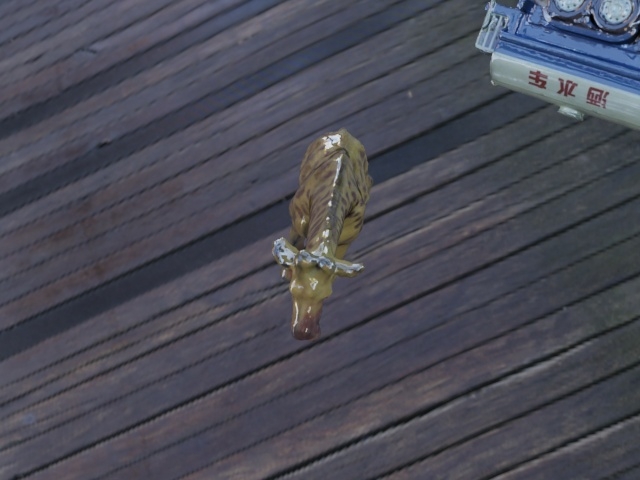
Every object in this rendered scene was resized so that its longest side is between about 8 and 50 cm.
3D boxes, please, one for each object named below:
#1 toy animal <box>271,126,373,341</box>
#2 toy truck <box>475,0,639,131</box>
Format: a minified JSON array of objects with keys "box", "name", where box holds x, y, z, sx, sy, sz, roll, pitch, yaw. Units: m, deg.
[{"box":[0.003,-0.009,0.525,0.054,0.275,0.149,16,83,-2],"name":"toy animal"},{"box":[0.203,-0.118,0.547,0.201,0.074,0.088,25,102,26],"name":"toy truck"}]
